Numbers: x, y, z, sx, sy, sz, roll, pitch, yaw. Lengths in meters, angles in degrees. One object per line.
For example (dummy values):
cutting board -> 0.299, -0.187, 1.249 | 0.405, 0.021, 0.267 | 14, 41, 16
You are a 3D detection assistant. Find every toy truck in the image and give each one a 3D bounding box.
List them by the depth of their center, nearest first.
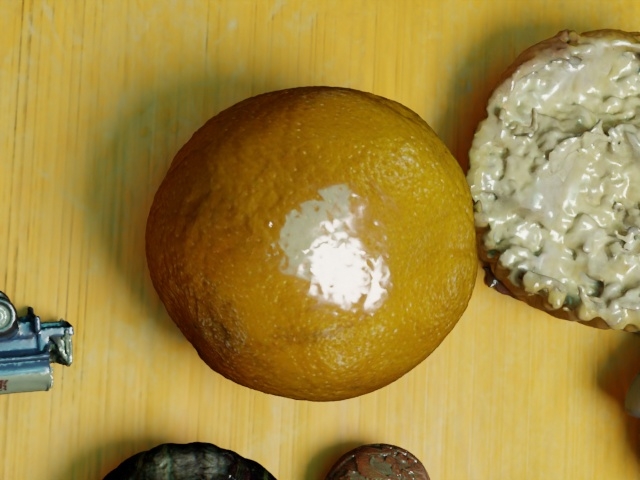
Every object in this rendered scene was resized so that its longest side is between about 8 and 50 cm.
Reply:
toy truck -> -0.299, 0.087, 0.998 | 0.201, 0.074, 0.088 | -4, 97, -18

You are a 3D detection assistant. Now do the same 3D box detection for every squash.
squash -> -0.100, 0.254, 1.005 | 0.193, 0.156, 0.193 | -5, 109, -16

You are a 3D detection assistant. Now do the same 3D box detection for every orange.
orange -> 0.000, 0.000, 1.002 | 0.264, 0.264, 0.264 | 1, 86, -17

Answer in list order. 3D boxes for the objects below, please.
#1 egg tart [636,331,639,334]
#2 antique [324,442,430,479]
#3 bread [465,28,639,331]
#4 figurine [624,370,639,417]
egg tart -> 0.317, 0.041, 1.203 | 0.105, 0.039, 0.105 | 1, 88, -18
antique -> 0.048, 0.221, 1.077 | 0.104, 0.104, 0.104 | 1, 86, -17
bread -> 0.252, -0.051, 1.122 | 0.274, 0.149, 0.274 | 1, 81, -6
figurine -> 0.352, 0.237, 1.100 | 0.205, 0.224, 0.382 | 18, 79, -9
